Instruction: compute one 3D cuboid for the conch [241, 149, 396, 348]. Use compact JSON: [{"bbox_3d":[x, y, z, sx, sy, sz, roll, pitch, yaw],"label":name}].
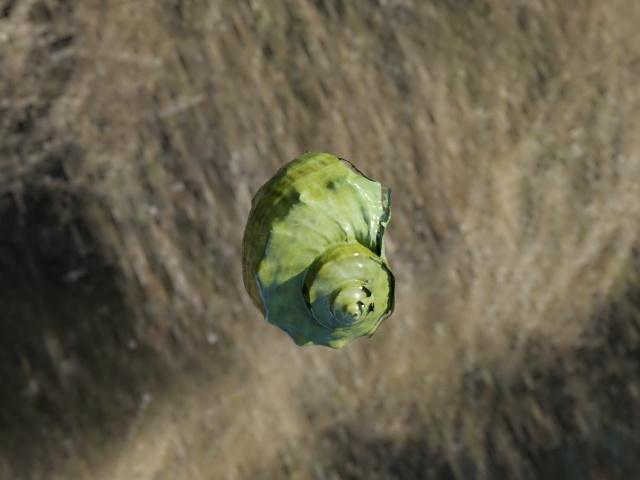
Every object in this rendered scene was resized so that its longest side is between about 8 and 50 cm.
[{"bbox_3d":[0.000,0.000,0.967,0.074,0.121,0.089,27,109,-34],"label":"conch"}]
